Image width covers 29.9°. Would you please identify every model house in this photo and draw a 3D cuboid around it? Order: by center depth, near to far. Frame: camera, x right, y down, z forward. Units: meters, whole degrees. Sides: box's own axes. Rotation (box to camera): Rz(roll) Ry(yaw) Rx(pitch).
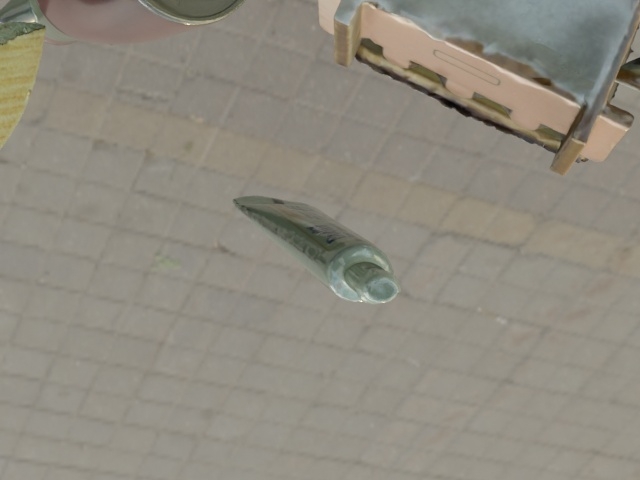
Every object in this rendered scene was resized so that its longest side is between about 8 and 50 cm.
[{"bbox_3d":[0.130,-0.166,0.556,0.169,0.326,0.244,23,168,3],"label":"model house"}]

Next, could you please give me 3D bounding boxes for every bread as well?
[{"bbox_3d":[-0.284,-0.108,0.955,0.036,0.193,0.112,18,114,12],"label":"bread"}]

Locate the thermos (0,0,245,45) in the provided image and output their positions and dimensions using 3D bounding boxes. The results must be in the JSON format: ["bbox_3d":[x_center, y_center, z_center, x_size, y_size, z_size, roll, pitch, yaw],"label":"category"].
[{"bbox_3d":[-0.174,-0.244,1.071,0.176,0.265,0.146,-27,103,-33],"label":"thermos"}]

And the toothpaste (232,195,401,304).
[{"bbox_3d":[0.000,0.000,0.793,0.067,0.255,0.037,5,102,-18],"label":"toothpaste"}]
